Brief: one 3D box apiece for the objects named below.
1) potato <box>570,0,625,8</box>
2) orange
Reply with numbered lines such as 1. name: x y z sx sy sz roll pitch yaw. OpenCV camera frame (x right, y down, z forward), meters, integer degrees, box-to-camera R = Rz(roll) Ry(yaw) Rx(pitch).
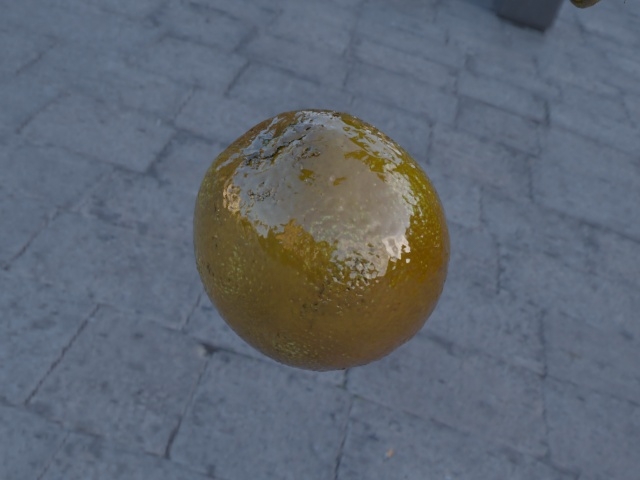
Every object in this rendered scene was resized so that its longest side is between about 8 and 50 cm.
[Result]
1. potato: 0.300 -0.270 1.077 0.092 0.046 0.045 -9 56 13
2. orange: 0.000 0.000 1.081 0.274 0.274 0.274 14 27 -7
